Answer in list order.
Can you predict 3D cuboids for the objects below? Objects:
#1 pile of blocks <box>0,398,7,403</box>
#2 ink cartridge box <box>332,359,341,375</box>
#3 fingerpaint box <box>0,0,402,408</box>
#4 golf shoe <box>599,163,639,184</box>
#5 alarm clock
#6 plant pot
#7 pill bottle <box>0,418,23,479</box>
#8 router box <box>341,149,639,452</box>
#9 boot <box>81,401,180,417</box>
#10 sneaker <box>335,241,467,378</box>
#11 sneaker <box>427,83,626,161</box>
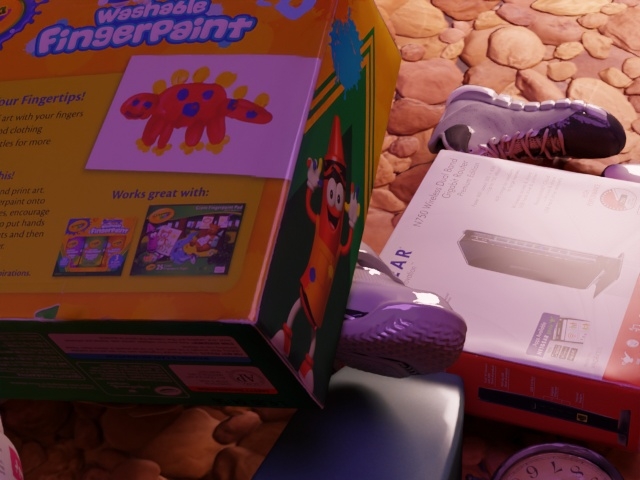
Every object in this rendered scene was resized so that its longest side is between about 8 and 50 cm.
[{"bbox_3d":[-0.336,0.070,1.562,0.362,0.149,0.113,-26,37,12],"label":"pile of blocks"},{"bbox_3d":[0.014,0.114,1.571,0.083,0.048,0.028,-14,45,-7],"label":"ink cartridge box"},{"bbox_3d":[-0.184,-0.051,1.353,0.444,0.163,0.371,-1,58,24],"label":"fingerpaint box"},{"bbox_3d":[0.401,-0.060,1.674,0.198,0.094,0.077,22,51,27],"label":"golf shoe"},{"bbox_3d":[0.226,0.264,1.384,0.129,0.064,0.192,-22,43,-16],"label":"alarm clock"},{"bbox_3d":[0.051,0.224,1.382,0.165,0.165,0.234,11,39,17],"label":"plant pot"},{"bbox_3d":[-0.344,0.262,1.382,0.160,0.160,0.283,-14,45,-8],"label":"pill bottle"},{"bbox_3d":[0.215,0.049,1.555,0.301,0.082,0.335,11,38,17],"label":"router box"},{"bbox_3d":[-0.128,0.084,1.591,0.295,0.104,0.211,-5,49,10],"label":"boot"},{"bbox_3d":[0.000,0.000,1.414,0.366,0.137,0.210,7,75,46],"label":"sneaker"},{"bbox_3d":[0.227,-0.100,1.751,0.228,0.086,0.132,12,51,32],"label":"sneaker"}]
